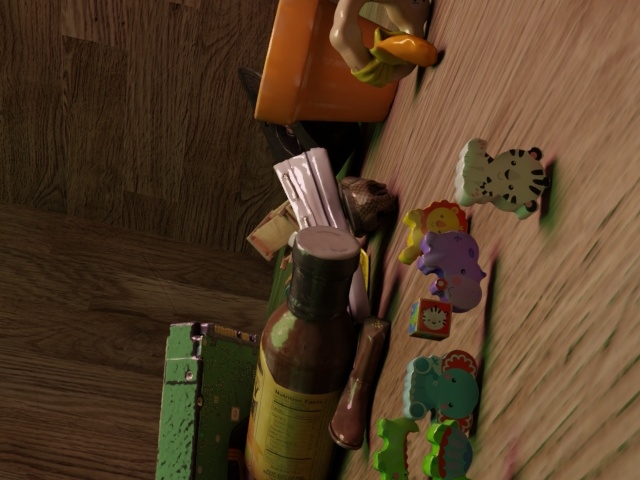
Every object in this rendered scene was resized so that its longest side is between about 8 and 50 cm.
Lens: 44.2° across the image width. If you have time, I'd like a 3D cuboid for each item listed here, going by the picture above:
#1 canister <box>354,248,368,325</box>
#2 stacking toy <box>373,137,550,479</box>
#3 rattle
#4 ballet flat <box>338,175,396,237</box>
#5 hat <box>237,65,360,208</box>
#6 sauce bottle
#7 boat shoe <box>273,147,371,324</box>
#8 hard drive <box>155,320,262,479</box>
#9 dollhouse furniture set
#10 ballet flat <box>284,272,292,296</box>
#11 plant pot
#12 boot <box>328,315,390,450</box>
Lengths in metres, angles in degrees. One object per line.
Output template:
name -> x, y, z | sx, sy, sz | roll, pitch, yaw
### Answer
canister -> 0.008, 0.102, 1.035 | 0.126, 0.073, 0.170 | -83, 6, -48
stacking toy -> 0.083, 0.059, 0.503 | 0.167, 0.052, 0.221 | 116, 164, -75
rattle -> 0.108, -0.283, 0.919 | 0.200, 0.130, 0.142 | -51, 6, -23
ballet flat -> 0.058, -0.048, 1.001 | 0.250, 0.058, 0.084 | -74, -35, -88
hat -> -0.009, -0.198, 1.404 | 0.134, 0.331, 0.331 | -36, -3, -11
sauce bottle -> -0.017, 0.147, 0.884 | 0.111, 0.111, 0.345 | -87, 7, -62
boat shoe -> 0.000, 0.000, 0.939 | 0.083, 0.075, 0.226 | 72, -178, -66
hard drive -> -0.112, 0.287, 0.996 | 0.237, 0.064, 0.339 | 26, -118, -57
dollhouse furniture set -> -0.003, -0.011, 1.368 | 0.182, 0.161, 0.101 | -34, 13, 45
ballet flat -> 0.000, 0.053, 1.286 | 0.073, 0.080, 0.232 | -69, 11, -18
plant pot -> 0.017, -0.256, 1.155 | 0.205, 0.187, 0.205 | -167, 90, -85
boot -> 0.043, 0.139, 0.794 | 0.106, 0.037, 0.114 | -87, 15, -70
